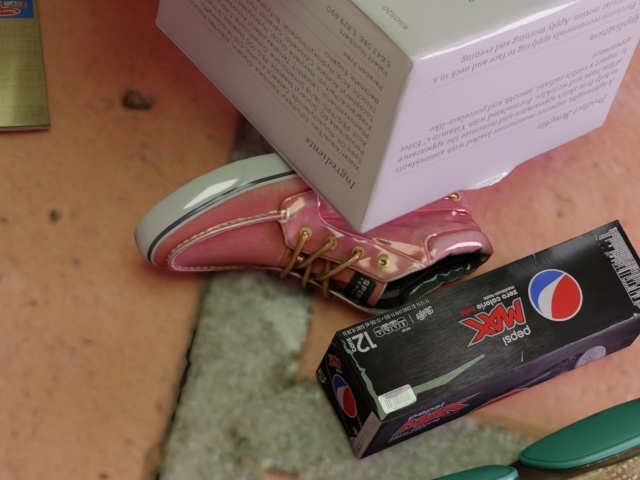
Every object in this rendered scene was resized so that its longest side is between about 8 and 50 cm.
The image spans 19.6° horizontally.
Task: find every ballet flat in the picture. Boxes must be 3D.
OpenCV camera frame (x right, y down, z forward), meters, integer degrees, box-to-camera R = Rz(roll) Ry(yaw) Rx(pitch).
[{"bbox_3d":[0.108,0.134,0.915,0.206,0.073,0.067,-17,98,-17],"label":"ballet flat"}]

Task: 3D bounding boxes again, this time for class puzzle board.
[{"bbox_3d":[-0.210,-0.098,0.974,0.128,0.011,0.096,-3,65,-15],"label":"puzzle board"}]

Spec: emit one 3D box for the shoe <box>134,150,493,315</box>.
[{"bbox_3d":[0.000,0.000,0.944,0.178,0.063,0.081,-16,64,-24],"label":"shoe"}]

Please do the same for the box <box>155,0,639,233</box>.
[{"bbox_3d":[0.043,-0.125,0.943,0.181,0.119,0.182,-24,56,-34],"label":"box"}]

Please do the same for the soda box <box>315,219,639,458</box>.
[{"bbox_3d":[0.086,0.050,0.942,0.169,0.060,0.053,-20,70,-19],"label":"soda box"}]
